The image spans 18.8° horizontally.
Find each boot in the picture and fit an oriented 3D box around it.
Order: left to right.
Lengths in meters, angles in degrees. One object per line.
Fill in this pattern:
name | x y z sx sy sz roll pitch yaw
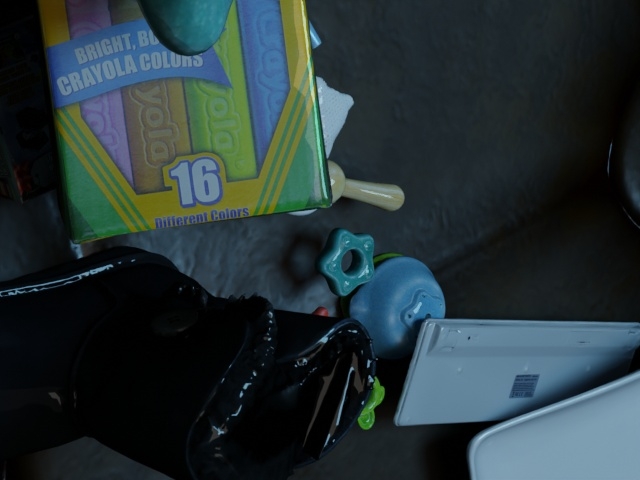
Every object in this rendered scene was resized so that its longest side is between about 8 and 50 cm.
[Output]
boot | -0.117 0.080 0.989 0.246 0.207 0.094 -22 114 -33

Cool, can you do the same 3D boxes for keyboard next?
keyboard | 0.138 0.088 1.299 0.256 0.014 0.072 4 112 -49

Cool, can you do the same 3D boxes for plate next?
plate | 0.226 0.205 1.377 0.278 0.045 0.277 -20 115 -22

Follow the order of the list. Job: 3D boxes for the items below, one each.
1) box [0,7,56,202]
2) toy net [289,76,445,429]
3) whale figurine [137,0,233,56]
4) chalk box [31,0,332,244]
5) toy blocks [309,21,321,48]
box | -0.125 -0.089 1.060 0.137 0.027 0.094 -26 113 -32
toy net | 0.000 0.000 1.177 0.122 0.045 0.232 -43 122 -22
whale figurine | -0.113 -0.198 0.805 0.272 0.141 0.216 42 73 -20
chalk box | -0.079 -0.117 0.963 0.132 0.132 0.213 -9 98 -7
toy blocks | -0.028 -0.181 1.071 0.123 0.054 0.148 -40 102 -25
